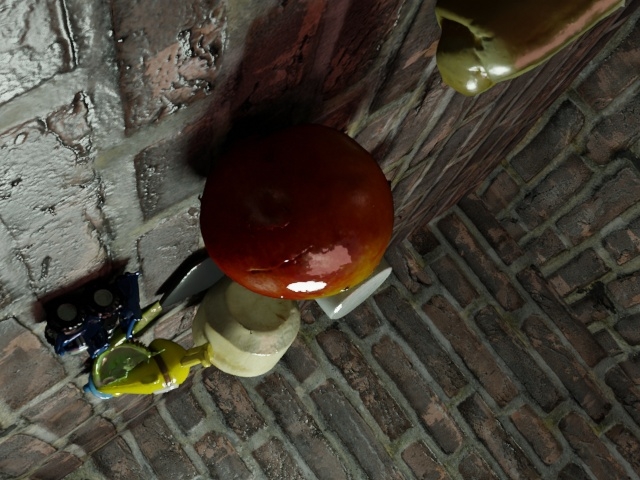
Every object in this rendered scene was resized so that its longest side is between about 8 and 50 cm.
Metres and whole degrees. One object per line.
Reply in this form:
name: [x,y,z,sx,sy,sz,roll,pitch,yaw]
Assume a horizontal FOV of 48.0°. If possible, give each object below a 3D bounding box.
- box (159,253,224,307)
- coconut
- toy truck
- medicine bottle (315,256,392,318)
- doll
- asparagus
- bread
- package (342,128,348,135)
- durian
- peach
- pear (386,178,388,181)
box: [-0.301,0.084,1.818,0.212,0.042,0.201,-46,166,34]
coconut: [-0.217,0.239,2.107,0.323,0.323,0.323,-36,169,-8]
toy truck: [-0.440,0.155,1.444,0.208,0.126,0.113,-31,168,-34]
medicine bottle: [0.000,0.000,1.653,0.190,0.332,0.190,-36,169,-8]
doll: [-0.477,0.354,1.959,0.362,0.145,0.199,-16,-171,3]
asparagus: [-0.474,0.217,1.826,0.178,0.041,0.045,-36,177,-15]
bread: [0.346,-0.428,1.327,0.341,0.210,0.300,-35,-167,20]
package: [0.052,-0.236,1.688,0.037,0.015,0.110,-42,171,-3]
durian: [-0.521,0.311,1.905,0.215,0.100,0.086,-31,173,5]
peach: [-0.045,-0.057,1.346,0.370,0.370,0.370,-36,169,-8]
pear: [0.082,-0.078,2.080,0.292,0.159,0.292,-37,172,-6]
